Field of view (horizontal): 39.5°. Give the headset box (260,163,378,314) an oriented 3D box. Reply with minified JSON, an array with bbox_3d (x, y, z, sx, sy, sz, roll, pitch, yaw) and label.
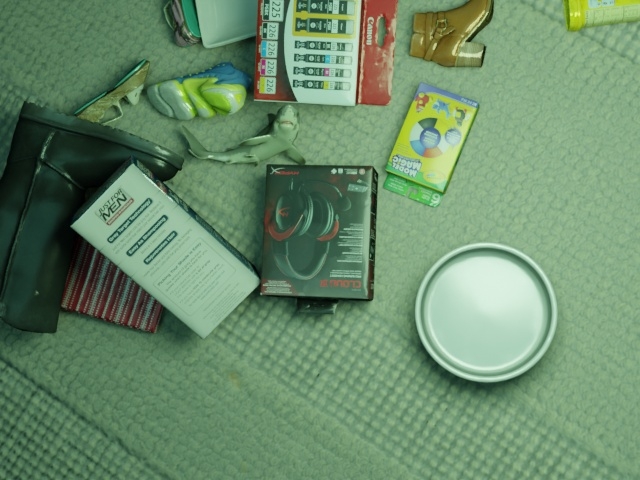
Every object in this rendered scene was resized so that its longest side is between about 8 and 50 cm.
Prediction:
[{"bbox_3d":[0.000,0.000,1.781,0.218,0.110,0.293,2,86,10],"label":"headset box"}]

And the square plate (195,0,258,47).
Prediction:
[{"bbox_3d":[-0.108,-0.601,1.877,0.344,0.049,0.347,-12,84,9],"label":"square plate"}]

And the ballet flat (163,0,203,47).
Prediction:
[{"bbox_3d":[-0.305,-0.517,1.900,0.079,0.077,0.221,-15,83,32],"label":"ballet flat"}]

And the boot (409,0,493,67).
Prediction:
[{"bbox_3d":[0.264,-0.447,1.790,0.152,0.073,0.197,11,85,15],"label":"boot"}]

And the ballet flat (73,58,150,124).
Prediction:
[{"bbox_3d":[-0.432,-0.304,1.913,0.206,0.073,0.067,-35,108,8],"label":"ballet flat"}]

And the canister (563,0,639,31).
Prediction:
[{"bbox_3d":[0.564,-0.481,1.738,0.170,0.073,0.126,-5,85,8],"label":"canister"}]

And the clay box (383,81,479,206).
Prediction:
[{"bbox_3d":[0.219,-0.190,1.786,0.127,0.053,0.222,21,89,11],"label":"clay box"}]

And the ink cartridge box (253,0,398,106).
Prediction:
[{"bbox_3d":[0.016,-0.424,1.764,0.272,0.130,0.309,3,99,4],"label":"ink cartridge box"}]

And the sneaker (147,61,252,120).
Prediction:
[{"bbox_3d":[-0.244,-0.316,1.873,0.240,0.091,0.126,10,44,29],"label":"sneaker"}]

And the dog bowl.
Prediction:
[{"bbox_3d":[0.317,0.138,1.718,0.265,0.104,0.264,-1,85,10],"label":"dog bowl"}]

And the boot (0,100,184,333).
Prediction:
[{"bbox_3d":[-0.512,-0.020,1.826,0.367,0.146,0.445,17,86,9],"label":"boot"}]

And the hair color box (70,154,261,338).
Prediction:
[{"bbox_3d":[-0.300,0.014,1.758,0.174,0.105,0.347,-45,110,3],"label":"hair color box"}]

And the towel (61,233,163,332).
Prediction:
[{"bbox_3d":[-0.448,0.070,1.897,0.275,0.031,0.198,15,86,9],"label":"towel"}]

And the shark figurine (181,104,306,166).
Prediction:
[{"bbox_3d":[-0.138,-0.216,1.846,0.278,0.166,0.116,-14,57,26],"label":"shark figurine"}]
